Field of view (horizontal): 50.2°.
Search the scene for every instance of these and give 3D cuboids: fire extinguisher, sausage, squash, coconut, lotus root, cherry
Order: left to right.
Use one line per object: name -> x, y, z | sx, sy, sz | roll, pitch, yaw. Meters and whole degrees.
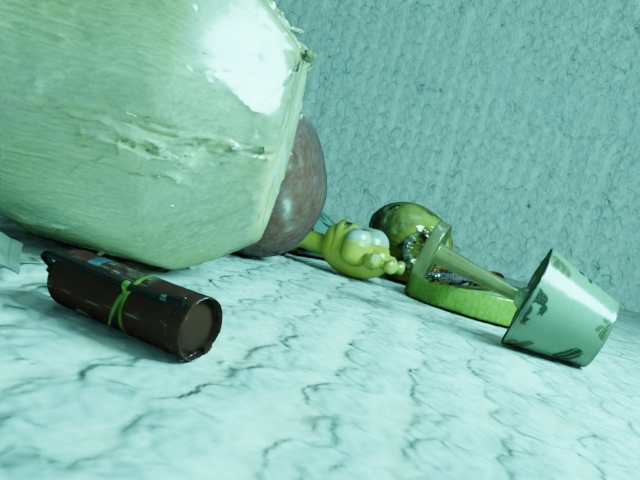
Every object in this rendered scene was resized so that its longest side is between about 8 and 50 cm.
coconut -> -0.195, -0.151, 0.646 | 0.361, 0.346, 0.346 | 16, 3, 0
fire extinguisher -> -0.119, 0.032, 0.395 | 0.132, 0.039, 0.056 | 17, -27, 29
cherry -> -0.111, -0.107, 0.950 | 0.261, 0.221, 0.307 | 33, -23, 6
lotus root -> 0.157, 0.000, 1.277 | 0.154, 0.154, 0.278 | 14, 3, -12
sausage -> 0.207, 0.052, 0.957 | 0.028, 0.025, 0.198 | -26, -23, 39
squash -> 0.251, 0.088, 1.047 | 0.252, 0.048, 0.252 | 13, 5, -1

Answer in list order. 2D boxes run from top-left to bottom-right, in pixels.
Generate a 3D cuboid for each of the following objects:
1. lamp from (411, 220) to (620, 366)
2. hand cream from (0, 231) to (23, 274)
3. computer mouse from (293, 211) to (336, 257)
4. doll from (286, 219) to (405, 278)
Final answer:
lamp -> 0.215, 0.053, 0.766 | 0.215, 0.121, 0.121 | 30, 7, 15
hand cream -> -0.289, -0.019, 0.441 | 0.186, 0.054, 0.087 | 21, 4, -26
computer mouse -> -0.089, -0.047, 1.327 | 0.371, 0.121, 0.188 | 20, 6, 30
doll -> 0.000, -0.001, 1.102 | 0.291, 0.086, 0.117 | 17, 7, 29
